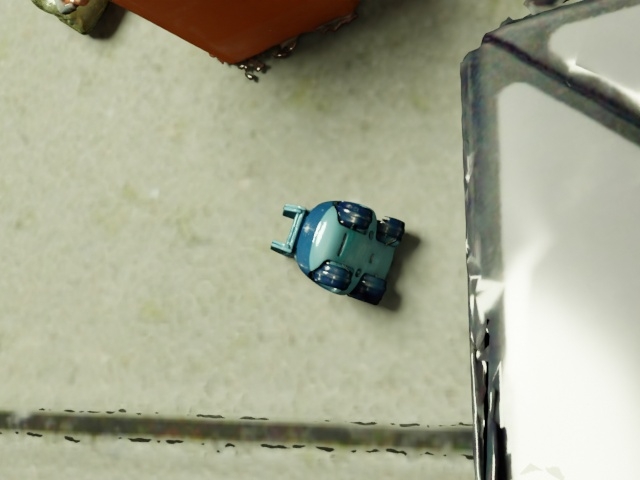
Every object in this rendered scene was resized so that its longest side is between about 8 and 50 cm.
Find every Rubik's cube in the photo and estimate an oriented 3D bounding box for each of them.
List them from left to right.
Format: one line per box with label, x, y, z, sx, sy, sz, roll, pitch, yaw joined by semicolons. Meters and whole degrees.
Rubik's cube;0.238;0.074;0.475;0.310;0.307;0.305;-13;57;23

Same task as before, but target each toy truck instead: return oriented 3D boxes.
toy truck;0.000;0.000;0.780;0.090;0.073;0.056;17;86;42

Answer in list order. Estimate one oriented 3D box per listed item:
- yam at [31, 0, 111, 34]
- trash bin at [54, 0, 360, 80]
yam;-0.124;-0.266;0.901;0.061;0.061;0.253;33;93;28
trash bin;-0.072;-0.197;0.761;0.161;0.239;0.184;-21;68;18
